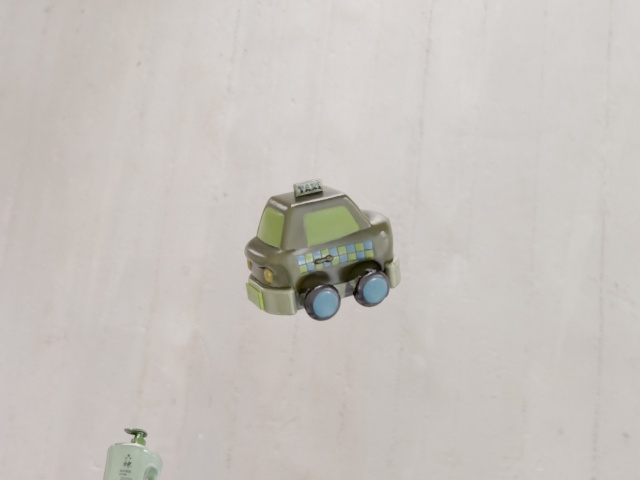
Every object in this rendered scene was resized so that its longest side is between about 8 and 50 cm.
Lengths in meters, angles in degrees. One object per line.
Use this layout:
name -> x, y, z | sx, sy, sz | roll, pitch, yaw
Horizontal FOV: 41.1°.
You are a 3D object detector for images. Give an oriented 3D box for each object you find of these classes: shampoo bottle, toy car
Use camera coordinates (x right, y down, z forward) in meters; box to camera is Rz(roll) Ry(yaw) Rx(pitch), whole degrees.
shampoo bottle -> -0.367, 0.469, 1.644 | 0.087, 0.118, 0.234 | -49, 27, 39
toy car -> 0.000, 0.000, 1.355 | 0.204, 0.248, 0.198 | -152, 52, -64
